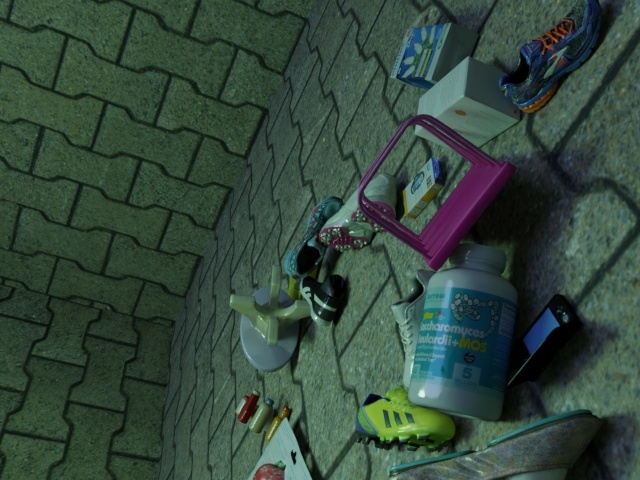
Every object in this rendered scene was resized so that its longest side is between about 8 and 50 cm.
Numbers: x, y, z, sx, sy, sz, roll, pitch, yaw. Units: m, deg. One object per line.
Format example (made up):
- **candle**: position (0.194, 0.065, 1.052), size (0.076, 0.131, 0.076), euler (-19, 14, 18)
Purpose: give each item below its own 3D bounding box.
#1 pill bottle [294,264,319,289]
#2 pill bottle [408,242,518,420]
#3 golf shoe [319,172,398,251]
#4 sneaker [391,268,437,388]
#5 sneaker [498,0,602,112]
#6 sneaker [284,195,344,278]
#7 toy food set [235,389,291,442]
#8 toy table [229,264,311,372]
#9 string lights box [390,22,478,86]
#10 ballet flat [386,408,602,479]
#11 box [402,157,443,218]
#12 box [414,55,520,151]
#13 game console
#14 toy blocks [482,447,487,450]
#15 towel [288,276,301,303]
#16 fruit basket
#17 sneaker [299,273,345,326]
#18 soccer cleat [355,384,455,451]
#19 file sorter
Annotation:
- **pill bottle**: position (-0.042, 0.093, 1.983), size (0.065, 0.065, 0.116), euler (170, 116, -69)
- **pill bottle**: position (0.231, 0.143, 1.052), size (0.146, 0.146, 0.264), euler (157, 128, -65)
- **golf shoe**: position (0.103, -0.067, 1.686), size (0.306, 0.115, 0.140), euler (-31, 33, 54)
- **sneaker**: position (0.176, 0.161, 1.235), size (0.090, 0.115, 0.232), euler (167, 119, -68)
- **sneaker**: position (0.387, -0.316, 1.118), size (0.083, 0.087, 0.221), euler (-95, 29, -48)
- **sneaker**: position (0.000, 0.000, 1.844), size (0.262, 0.104, 0.125), euler (-61, 14, 1)
- **toy food set**: position (-0.171, 0.493, 1.925), size (0.104, 0.111, 0.232), euler (-61, 17, -5)
- **toy table**: position (-0.138, 0.221, 1.916), size (0.161, 0.252, 0.274), euler (105, 156, -52)
- **string lights box**: position (0.265, -0.436, 1.581), size (0.259, 0.076, 0.133), euler (-137, 65, -69)
- **ballet flat**: position (0.234, 0.320, 0.877), size (0.316, 0.107, 0.106), euler (-30, 55, 29)
- **box**: position (0.232, -0.120, 1.471), size (0.136, 0.028, 0.081), euler (-50, 29, 43)
- **box**: position (0.285, -0.256, 1.283), size (0.170, 0.130, 0.091), euler (-34, 41, 60)
- **game console**: position (0.308, 0.144, 0.953), size (0.122, 0.071, 0.107), euler (-61, 22, 28)
- **toy blocks**: position (0.229, 0.397, 0.974), size (0.123, 0.054, 0.148), euler (-96, 30, -51)
- **towel**: position (-0.078, 0.126, 2.121), size (0.102, 0.021, 0.237), euler (134, 148, -54)
- **fruit basket**: position (-0.131, 0.670, 1.647), size (0.353, 0.165, 0.327), euler (-55, 21, 3)
- **sneaker**: position (0.016, 0.129, 1.793), size (0.121, 0.079, 0.217), euler (-58, 26, 17)
- **soccer cleat**: position (0.147, 0.320, 1.213), size (0.289, 0.093, 0.121), euler (-33, 41, 62)
- **file sorter**: position (0.180, -0.101, 1.161), size (0.202, 0.182, 0.291), euler (-54, 1, 9)
